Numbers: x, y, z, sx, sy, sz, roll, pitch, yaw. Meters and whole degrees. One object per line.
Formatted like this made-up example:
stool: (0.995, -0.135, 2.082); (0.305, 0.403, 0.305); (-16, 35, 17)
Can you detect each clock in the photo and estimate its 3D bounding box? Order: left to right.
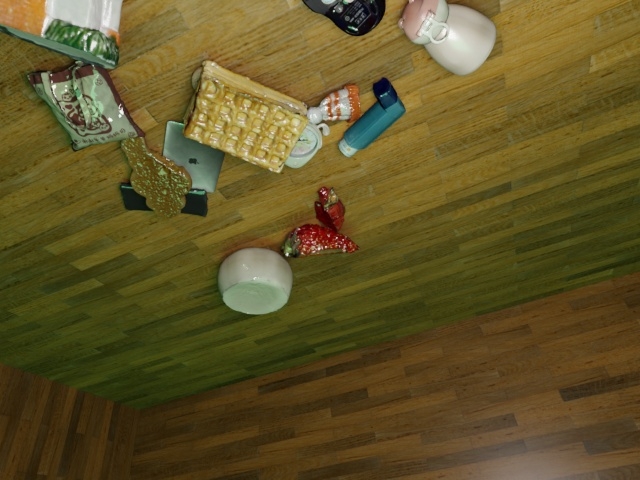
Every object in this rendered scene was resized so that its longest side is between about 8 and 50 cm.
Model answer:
clock: (-0.070, -0.322, 1.317); (0.191, 0.062, 0.151); (-35, 133, 30)

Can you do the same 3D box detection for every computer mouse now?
computer mouse: (0.046, -0.583, 0.975); (0.233, 0.097, 0.137); (28, 149, -32)

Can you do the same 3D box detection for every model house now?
model house: (-0.552, -0.555, 0.889); (0.271, 0.190, 0.301); (15, 104, -12)

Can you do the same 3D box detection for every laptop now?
laptop: (-0.414, -0.263, 1.367); (0.187, 0.015, 0.269); (9, 139, -21)

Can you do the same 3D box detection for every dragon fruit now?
dragon fruit: (0.036, -0.135, 1.589); (0.092, 0.122, 0.192); (-44, 141, -18)

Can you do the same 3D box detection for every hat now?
hat: (0.033, -0.382, 1.220); (0.162, 0.094, 0.112); (-13, 144, -7)

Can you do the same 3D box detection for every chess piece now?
chess piece: (-0.310, -0.435, 1.152); (0.083, 0.038, 0.084); (-5, 140, -4)

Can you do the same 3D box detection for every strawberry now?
strawberry: (0.000, 0.000, 1.692); (0.306, 0.138, 0.233); (-5, 176, -26)

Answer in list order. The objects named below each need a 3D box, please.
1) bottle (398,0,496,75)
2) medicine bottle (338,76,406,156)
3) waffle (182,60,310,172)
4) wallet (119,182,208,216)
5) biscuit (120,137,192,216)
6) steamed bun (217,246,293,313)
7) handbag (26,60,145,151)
bottle: (0.308, -0.533, 1.061); (0.236, 0.148, 0.148); (18, 135, -22)
medicine bottle: (0.150, -0.366, 1.289); (0.124, 0.079, 0.258); (18, 135, -37)
waffle: (-0.210, -0.337, 1.172); (0.307, 0.091, 0.213); (17, 132, -24)
wallet: (-0.542, -0.142, 1.476); (0.285, 0.030, 0.146); (3, 145, -15)
biscuit: (-0.527, -0.211, 1.351); (0.183, 0.047, 0.320); (-22, 130, 8)
steamed bun: (-0.272, 0.158, 1.767); (0.323, 0.207, 0.324); (-3, 141, -2)
handbag: (-0.626, -0.352, 1.127); (0.212, 0.127, 0.235); (-9, 140, 4)
